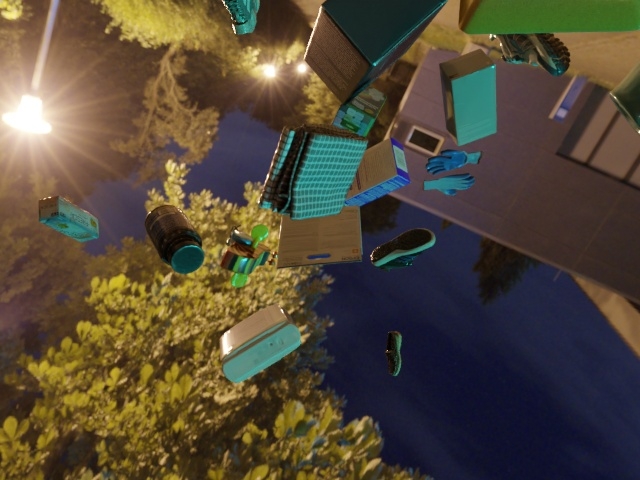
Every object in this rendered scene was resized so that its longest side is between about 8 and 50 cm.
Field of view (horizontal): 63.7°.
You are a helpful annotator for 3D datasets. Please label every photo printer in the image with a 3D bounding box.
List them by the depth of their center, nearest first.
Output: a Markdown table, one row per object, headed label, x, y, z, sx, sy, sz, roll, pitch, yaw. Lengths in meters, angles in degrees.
| label | x | y | z | sx | sy | sz | roll | pitch | yaw |
| --- | --- | --- | --- | --- | --- | --- | --- | --- | --- |
| photo printer | -0.202 | 0.317 | 1.658 | 0.107 | 0.256 | 0.307 | 61 | 172 | -10 |

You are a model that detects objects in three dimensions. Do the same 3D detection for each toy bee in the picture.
| label | x | y | z | sx | sy | sz | roll | pitch | yaw |
| --- | --- | --- | --- | --- | --- | --- | --- | --- | --- |
| toy bee | -0.201 | 0.030 | 1.538 | 0.162 | 0.195 | 0.298 | 22 | -147 | -11 |

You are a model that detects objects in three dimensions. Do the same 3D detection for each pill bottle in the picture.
| label | x | y | z | sx | sy | sz | roll | pitch | yaw |
| --- | --- | --- | --- | --- | --- | --- | --- | --- | --- |
| pill bottle | -0.407 | -0.003 | 1.449 | 0.123 | 0.122 | 0.219 | 8 | -155 | -38 |

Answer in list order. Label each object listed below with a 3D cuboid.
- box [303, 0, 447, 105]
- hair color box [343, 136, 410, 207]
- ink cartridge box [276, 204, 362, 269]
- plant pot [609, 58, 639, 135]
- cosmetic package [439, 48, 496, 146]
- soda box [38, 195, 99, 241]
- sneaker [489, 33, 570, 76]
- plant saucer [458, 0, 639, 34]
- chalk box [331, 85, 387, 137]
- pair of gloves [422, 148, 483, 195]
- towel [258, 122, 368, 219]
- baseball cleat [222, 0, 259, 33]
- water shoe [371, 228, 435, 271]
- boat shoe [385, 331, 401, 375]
| label | x | y | z | sx | sy | sz | roll | pitch | yaw |
| --- | --- | --- | --- | --- | --- | --- | --- | --- | --- |
| box | 0.144 | -0.615 | 1.517 | 0.212 | 0.293 | 0.395 | 48 | 173 | -5 |
| hair color box | 0.200 | -0.270 | 2.173 | 0.110 | 0.339 | 0.185 | 20 | -124 | -47 |
| ink cartridge box | 0.000 | 0.000 | 2.022 | 0.325 | 0.071 | 0.330 | -5 | -136 | 7 |
| plant pot | 0.926 | -0.400 | 1.347 | 0.272 | 0.255 | 0.271 | 36 | -148 | -28 |
| cosmetic package | 0.415 | -0.395 | 1.442 | 0.127 | 0.237 | 0.107 | -18 | -134 | 3 |
| soda box | -0.664 | -0.054 | 1.367 | 0.058 | 0.062 | 0.183 | -13 | 161 | 5 |
| sneaker | 0.593 | -0.548 | 1.472 | 0.110 | 0.122 | 0.282 | -8 | -124 | -30 |
| plant saucer | 0.450 | -0.547 | 1.009 | 0.333 | 0.081 | 0.332 | 4 | -121 | 13 |
| chalk box | 0.127 | -0.441 | 1.819 | 0.133 | 0.132 | 0.213 | 29 | -129 | -1 |
| pair of gloves | 0.373 | -0.190 | 1.473 | 0.160 | 0.198 | 0.023 | -6 | -123 | 0 |
| towel | -0.006 | -0.176 | 1.328 | 0.121 | 0.234 | 0.284 | 33 | -156 | 25 |
| baseball cleat | -0.186 | -0.532 | 1.165 | 0.072 | 0.109 | 0.206 | 4 | -173 | 17 |
| water shoe | 0.237 | 0.028 | 1.416 | 0.080 | 0.203 | 0.072 | 36 | -133 | -35 |
| boat shoe | 0.248 | 0.392 | 1.791 | 0.049 | 0.152 | 0.056 | 17 | 157 | -32 |
